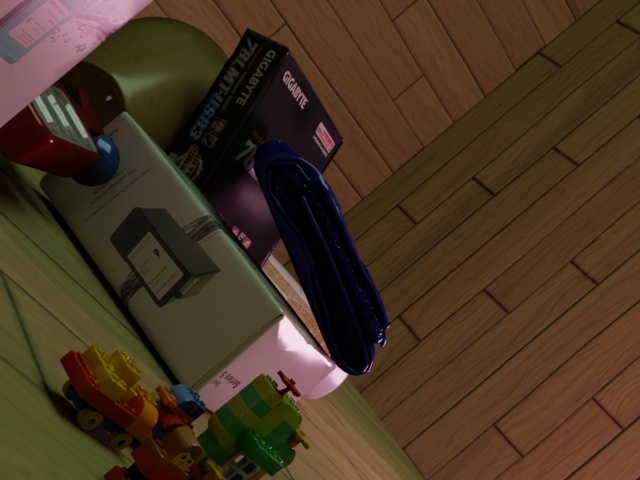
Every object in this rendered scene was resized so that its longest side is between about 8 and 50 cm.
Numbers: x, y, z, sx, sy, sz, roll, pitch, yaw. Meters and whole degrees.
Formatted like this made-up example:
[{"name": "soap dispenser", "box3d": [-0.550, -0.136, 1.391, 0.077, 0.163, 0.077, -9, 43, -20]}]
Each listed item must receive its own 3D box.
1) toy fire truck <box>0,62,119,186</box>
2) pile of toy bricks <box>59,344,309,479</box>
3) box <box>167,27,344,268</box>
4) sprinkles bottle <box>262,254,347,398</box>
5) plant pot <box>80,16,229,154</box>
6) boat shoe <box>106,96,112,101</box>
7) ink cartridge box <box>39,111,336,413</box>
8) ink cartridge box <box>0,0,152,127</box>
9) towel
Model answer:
[{"name": "toy fire truck", "box3d": [-0.264, -0.161, 0.990, 0.254, 0.169, 0.302, 62, 0, 4]}, {"name": "pile of toy bricks", "box3d": [-0.053, 0.120, 0.707, 0.118, 0.105, 0.212, 50, -1, 40]}, {"name": "box", "box3d": [-0.100, -0.069, 1.438, 0.073, 0.293, 0.295, 31, -7, 19]}, {"name": "sprinkles bottle", "box3d": [-0.088, 0.089, 1.715, 0.355, 0.121, 0.121, 50, -1, -35]}, {"name": "plant pot", "box3d": [-0.237, -0.154, 1.377, 0.237, 0.237, 0.254, 50, 13, 3]}, {"name": "boat shoe", "box3d": [-0.249, -0.109, 1.698, 0.367, 0.135, 0.157, 31, 42, -44]}, {"name": "ink cartridge box", "box3d": [-0.124, 0.037, 1.131, 0.273, 0.114, 0.198, 50, -1, 25]}, {"name": "ink cartridge box", "box3d": [-0.223, -0.211, 0.688, 0.198, 0.270, 0.197, 49, -1, 18]}, {"name": "towel", "box3d": [0.000, 0.000, 1.230, 0.308, 0.076, 0.228, -123, -168, -81]}]
